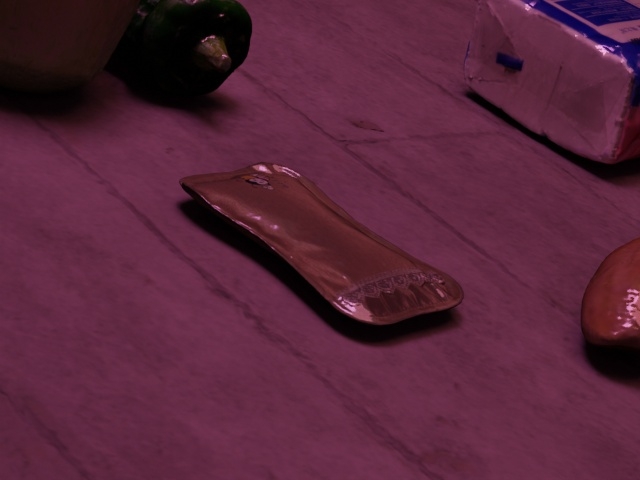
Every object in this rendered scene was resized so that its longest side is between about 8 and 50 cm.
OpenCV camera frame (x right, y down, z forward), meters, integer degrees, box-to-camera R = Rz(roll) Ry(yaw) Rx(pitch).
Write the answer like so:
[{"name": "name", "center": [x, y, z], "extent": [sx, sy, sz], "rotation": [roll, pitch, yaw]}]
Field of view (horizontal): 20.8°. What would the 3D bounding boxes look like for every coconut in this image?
[{"name": "coconut", "center": [-0.234, -0.246, 1.406], "extent": [0.204, 0.236, 0.236], "rotation": [19, 24, -4]}]

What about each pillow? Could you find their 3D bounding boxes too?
[{"name": "pillow", "center": [0.000, -0.001, 1.299], "extent": [0.217, 0.033, 0.130], "rotation": [36, 31, 33]}]

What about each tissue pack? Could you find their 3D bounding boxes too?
[{"name": "tissue pack", "center": [0.299, -0.174, 1.757], "extent": [0.209, 0.137, 0.269], "rotation": [36, 33, 32]}]

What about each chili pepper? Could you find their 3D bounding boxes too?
[{"name": "chili pepper", "center": [-0.149, -0.209, 1.532], "extent": [0.099, 0.136, 0.270], "rotation": [-30, 45, -23]}]

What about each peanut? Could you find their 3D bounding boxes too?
[{"name": "peanut", "center": [0.241, 0.045, 1.327], "extent": [0.076, 0.076, 0.152], "rotation": [25, 31, 13]}]
